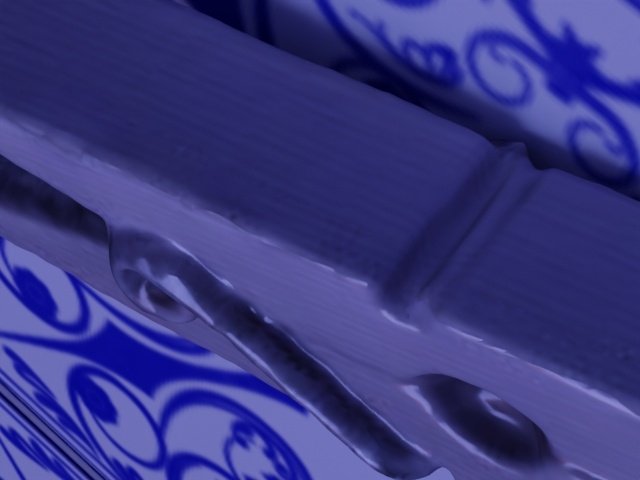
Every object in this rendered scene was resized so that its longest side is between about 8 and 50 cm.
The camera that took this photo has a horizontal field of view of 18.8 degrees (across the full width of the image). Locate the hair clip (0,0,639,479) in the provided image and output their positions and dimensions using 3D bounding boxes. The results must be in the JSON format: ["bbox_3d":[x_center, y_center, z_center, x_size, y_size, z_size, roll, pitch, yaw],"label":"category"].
[{"bbox_3d":[-0.002,0.003,0.572,0.330,0.085,0.101,28,146,29],"label":"hair clip"}]
